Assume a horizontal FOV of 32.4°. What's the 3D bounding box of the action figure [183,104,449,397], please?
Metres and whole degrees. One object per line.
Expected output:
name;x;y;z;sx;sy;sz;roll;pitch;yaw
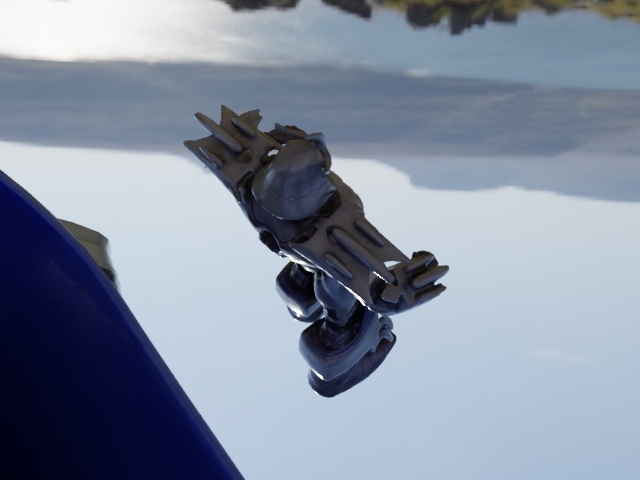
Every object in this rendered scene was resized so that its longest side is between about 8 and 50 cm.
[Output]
action figure;0.000;0.000;0.738;0.099;0.185;0.285;-34;157;-10

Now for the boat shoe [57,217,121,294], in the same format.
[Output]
boat shoe;-0.203;0.097;0.663;0.186;0.156;0.500;7;168;-12

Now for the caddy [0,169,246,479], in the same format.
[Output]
caddy;-0.119;0.108;0.252;0.179;0.341;0.241;-43;170;37
